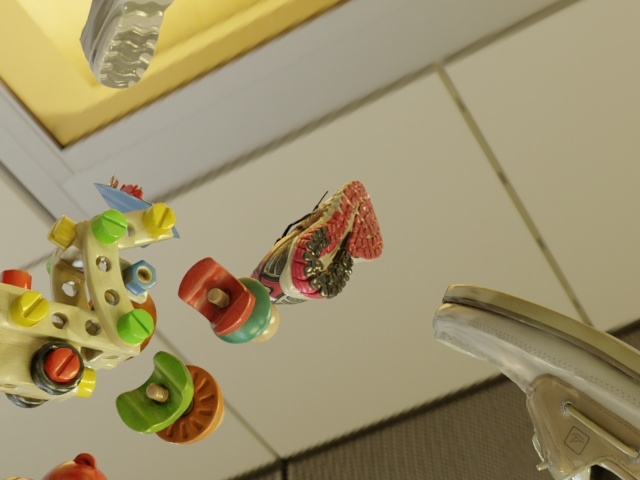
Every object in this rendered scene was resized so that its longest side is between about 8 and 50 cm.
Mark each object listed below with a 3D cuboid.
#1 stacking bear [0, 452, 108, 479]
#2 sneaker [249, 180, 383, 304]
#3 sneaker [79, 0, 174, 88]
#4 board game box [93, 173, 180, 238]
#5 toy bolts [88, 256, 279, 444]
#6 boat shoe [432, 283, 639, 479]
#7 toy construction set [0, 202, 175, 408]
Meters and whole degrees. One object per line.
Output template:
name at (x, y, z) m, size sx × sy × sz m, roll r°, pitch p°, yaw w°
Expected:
stacking bear at (-0.412, 0.388, 1.498) m, size 0.289 × 0.164 × 0.175 m, roll -26°, pitch -99°, yaw 8°
sneaker at (0.000, 0.000, 1.596) m, size 0.112 × 0.121 × 0.299 m, roll -16°, pitch -169°, yaw 30°
sneaker at (-0.236, -0.338, 1.410) m, size 0.115 × 0.105 × 0.281 m, roll 44°, pitch -70°, yaw 34°
board game box at (-0.278, -0.058, 1.747) m, size 0.133 × 0.169 × 0.033 m, roll 24°, pitch -105°, yaw 9°
toy bolts at (-0.164, 0.125, 1.437) m, size 0.228 × 0.158 × 0.218 m, roll -45°, pitch -119°, yaw 3°
boat shoe at (0.180, 0.114, 0.710) m, size 0.302 × 0.113 × 0.103 m, roll 24°, pitch -90°, yaw 45°
toy construction set at (-0.293, 0.040, 1.031) m, size 0.151 × 0.327 × 0.215 m, roll 137°, pitch -43°, yaw -55°
